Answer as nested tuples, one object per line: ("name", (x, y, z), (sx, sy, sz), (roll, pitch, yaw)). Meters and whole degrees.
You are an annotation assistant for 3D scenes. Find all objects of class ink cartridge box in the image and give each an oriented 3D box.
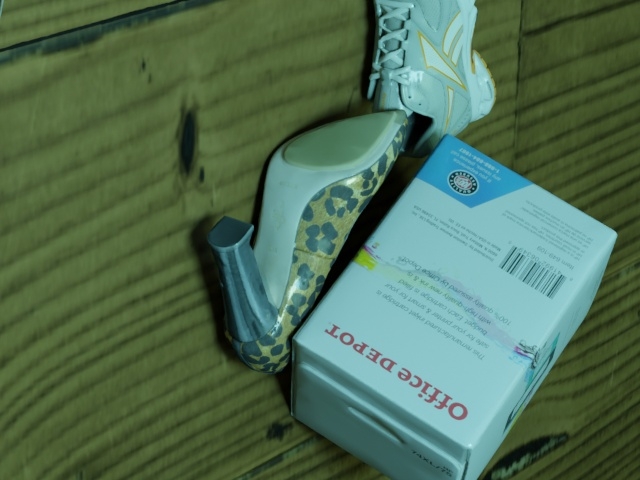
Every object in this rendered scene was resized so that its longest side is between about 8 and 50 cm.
("ink cartridge box", (0.124, 0.084, 1.929), (0.270, 0.198, 0.197), (-53, 166, -23))

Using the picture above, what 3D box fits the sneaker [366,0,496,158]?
("sneaker", (0.088, -0.181, 1.904), (0.121, 0.099, 0.262), (-47, 137, -23))

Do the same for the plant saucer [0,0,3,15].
("plant saucer", (-0.239, -0.214, 1.394), (0.036, 0.198, 0.198), (9, 101, -13))

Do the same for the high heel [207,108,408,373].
("high heel", (0.000, 0.000, 1.876), (0.261, 0.093, 0.186), (-40, 138, -29))
